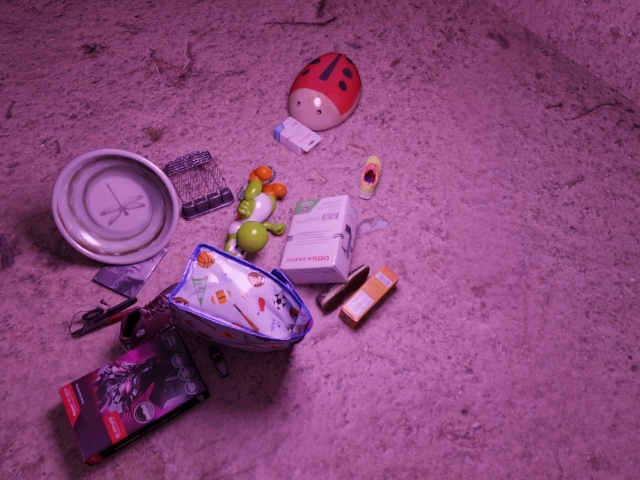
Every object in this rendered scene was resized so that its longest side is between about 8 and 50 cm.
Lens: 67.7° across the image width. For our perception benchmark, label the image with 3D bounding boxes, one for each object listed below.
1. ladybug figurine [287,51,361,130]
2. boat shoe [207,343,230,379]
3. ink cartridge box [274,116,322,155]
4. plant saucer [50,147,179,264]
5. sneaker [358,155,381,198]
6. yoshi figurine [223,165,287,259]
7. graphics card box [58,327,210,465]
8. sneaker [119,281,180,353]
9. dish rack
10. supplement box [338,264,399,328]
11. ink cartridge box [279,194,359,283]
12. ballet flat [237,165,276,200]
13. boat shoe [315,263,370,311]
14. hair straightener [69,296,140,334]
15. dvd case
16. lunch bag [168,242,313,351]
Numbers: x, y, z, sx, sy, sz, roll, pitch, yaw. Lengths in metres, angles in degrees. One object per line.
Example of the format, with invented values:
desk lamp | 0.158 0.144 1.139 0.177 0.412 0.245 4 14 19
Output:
ladybug figurine | 0.025 -0.676 2.091 0.304 0.162 0.450 20 59 8
boat shoe | -0.322 0.378 1.503 0.046 0.038 0.125 -22 63 -16
ink cartridge box | -0.093 -0.426 1.991 0.181 0.062 0.104 37 64 18
plant saucer | -0.682 -0.118 1.615 0.399 0.401 0.100 -8 23 -9
sneaker | 0.204 -0.268 1.898 0.081 0.094 0.209 10 57 4
yoshi figurine | -0.221 -0.084 1.705 0.203 0.203 0.363 19 62 0
graphics card box | -0.545 0.452 1.412 0.370 0.094 0.233 -26 64 -19
sneaker | -0.525 0.225 1.508 0.106 0.163 0.281 28 61 12
dish rack | -0.475 -0.227 1.842 0.208 0.074 0.272 -23 61 -18
supplement box | 0.166 0.190 1.629 0.233 0.078 0.080 -39 72 -23
ink cartridge box | 0.000 0.000 1.664 0.210 0.122 0.290 -4 55 27
ballet flat | -0.251 -0.230 1.861 0.070 0.070 0.188 37 64 17
boat shoe | 0.075 0.149 1.644 0.223 0.080 0.073 -40 53 -20
hair straightener | -0.710 0.240 1.563 0.230 0.047 0.089 -25 64 -13
dvd case | -0.660 0.081 1.671 0.164 0.018 0.221 22 60 10
lunch bag | -0.223 0.201 1.415 0.385 0.328 0.239 25 67 -3
